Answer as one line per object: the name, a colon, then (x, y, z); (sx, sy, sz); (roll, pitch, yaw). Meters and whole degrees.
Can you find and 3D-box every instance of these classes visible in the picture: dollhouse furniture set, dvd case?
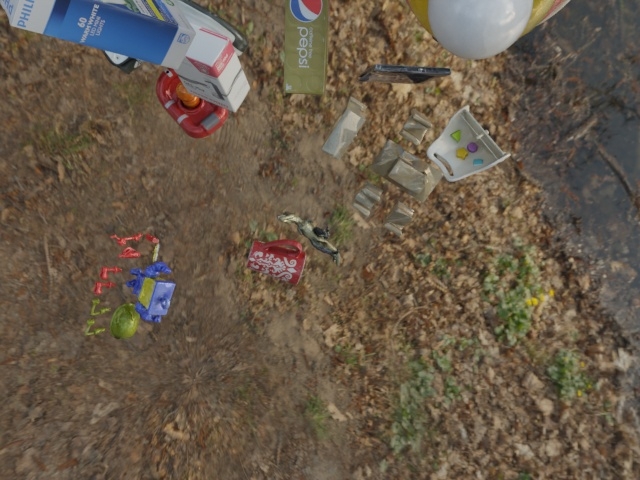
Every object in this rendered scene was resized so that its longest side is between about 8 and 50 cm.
dollhouse furniture set: (0.217, -0.291, 1.904); (0.394, 0.256, 0.362); (31, 111, -7)
dvd case: (0.182, -0.374, 1.276); (0.164, 0.221, 0.018); (1, 100, -6)

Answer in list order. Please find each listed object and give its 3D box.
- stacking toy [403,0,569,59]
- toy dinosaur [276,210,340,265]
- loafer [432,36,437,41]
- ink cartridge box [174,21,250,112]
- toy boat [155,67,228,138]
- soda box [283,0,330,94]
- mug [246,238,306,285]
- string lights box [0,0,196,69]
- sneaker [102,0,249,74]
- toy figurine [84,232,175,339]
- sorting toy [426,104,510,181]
stacking toy: (0.217, -0.375, 0.774); (0.350, 0.351, 0.480); (29, 44, -4)
toy dinosaur: (0.000, 0.000, 1.551); (0.268, 0.118, 0.064); (43, 80, -31)
loafer: (0.289, -0.424, 1.063); (0.062, 0.170, 0.061); (50, 28, -29)
ink cartridge box: (-0.286, -0.437, 1.424); (0.158, 0.218, 0.092); (25, 79, 13)
toy boat: (-0.385, -0.421, 1.651); (0.151, 0.151, 0.231); (-41, 82, -8)
soda box: (-0.019, -0.307, 0.815); (0.061, 0.058, 0.182); (3, 111, 3)
mug: (-0.137, 0.049, 1.774); (0.169, 0.113, 0.150); (16, 105, -8)
string lights box: (-0.334, -0.351, 0.844); (0.259, 0.077, 0.133); (-1, 48, -49)
sneaker: (-0.434, -0.560, 1.583); (0.447, 0.169, 0.258); (27, 103, 3)
toy figurine: (-0.549, 0.178, 1.715); (0.217, 0.191, 0.363); (25, 98, 35)
sorting toy: (0.175, -0.110, 0.696); (0.075, 0.045, 0.083); (-33, 75, -8)
